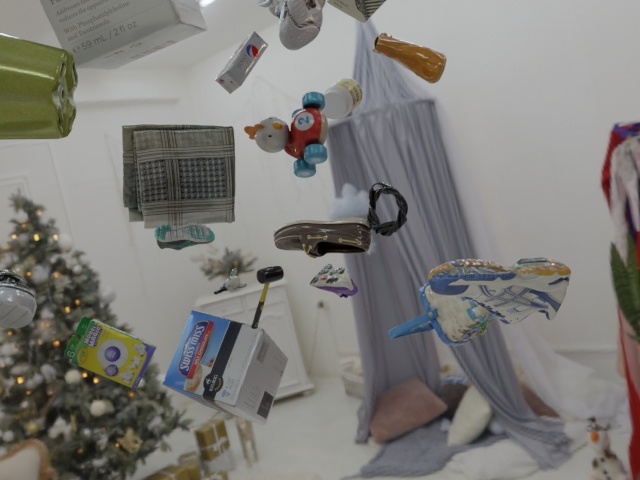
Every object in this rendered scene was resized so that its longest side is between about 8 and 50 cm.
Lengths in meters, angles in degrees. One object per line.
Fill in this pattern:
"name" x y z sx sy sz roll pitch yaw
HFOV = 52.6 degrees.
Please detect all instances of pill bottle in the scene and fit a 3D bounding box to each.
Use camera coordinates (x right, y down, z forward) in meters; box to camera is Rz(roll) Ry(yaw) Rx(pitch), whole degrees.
"pill bottle" 0.074 -0.515 2.366 0.119 0.119 0.208 -11 21 23

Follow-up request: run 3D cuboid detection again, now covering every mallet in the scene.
"mallet" -0.134 0.139 1.591 0.062 0.189 0.039 -18 46 -36

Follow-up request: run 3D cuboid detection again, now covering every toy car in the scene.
"toy car" -0.114 -0.333 2.001 0.238 0.219 0.210 4 -19 -19

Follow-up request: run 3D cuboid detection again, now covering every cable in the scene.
"cable" 0.188 -0.086 1.885 0.047 0.150 0.184 8 16 -33

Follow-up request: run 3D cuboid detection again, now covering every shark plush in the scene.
"shark plush" -0.313 0.163 2.209 0.067 0.073 0.161 -33 12 24

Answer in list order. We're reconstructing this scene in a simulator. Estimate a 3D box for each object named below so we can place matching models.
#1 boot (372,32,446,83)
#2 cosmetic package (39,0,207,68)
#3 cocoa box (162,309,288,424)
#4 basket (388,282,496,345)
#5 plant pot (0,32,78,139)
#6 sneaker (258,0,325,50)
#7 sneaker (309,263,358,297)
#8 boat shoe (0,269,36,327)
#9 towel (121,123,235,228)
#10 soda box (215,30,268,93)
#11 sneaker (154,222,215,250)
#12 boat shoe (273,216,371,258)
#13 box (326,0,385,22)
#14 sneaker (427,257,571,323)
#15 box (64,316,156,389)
"boot" 0.283 -0.609 2.141 0.211 0.104 0.295 16 19 -15
"cosmetic package" -0.561 -0.710 1.765 0.330 0.393 0.327 -21 12 9
"cocoa box" -0.267 0.381 1.906 0.228 0.231 0.347 14 -20 16
"basket" 0.365 0.214 1.893 0.289 0.201 0.255 -30 -16 37
"plant pot" -0.640 -0.309 1.309 0.254 0.276 0.276 6 1 -8
"sneaker" -0.099 -0.728 2.072 0.210 0.365 0.137 -15 -38 44
"sneaker" 0.030 0.101 1.462 0.068 0.071 0.170 -44 17 -13
"boat shoe" -0.671 0.113 1.343 0.121 0.119 0.335 32 -31 -34
"towel" -0.408 -0.182 1.874 0.324 0.312 0.056 -2 29 -12
"soda box" -0.256 -0.585 2.126 0.074 0.069 0.216 -19 38 50
"sneaker" -0.382 -0.006 1.819 0.167 0.065 0.076 2 -35 -16
"boat shoe" 0.000 0.000 2.011 0.325 0.096 0.116 -4 -30 17
"box" 0.127 -0.559 1.240 0.113 0.094 0.275 12 -38 -39
"sneaker" 0.352 0.109 1.274 0.297 0.130 0.112 1 17 -11
"box" -0.472 0.249 1.449 0.179 0.105 0.043 25 -9 -6
